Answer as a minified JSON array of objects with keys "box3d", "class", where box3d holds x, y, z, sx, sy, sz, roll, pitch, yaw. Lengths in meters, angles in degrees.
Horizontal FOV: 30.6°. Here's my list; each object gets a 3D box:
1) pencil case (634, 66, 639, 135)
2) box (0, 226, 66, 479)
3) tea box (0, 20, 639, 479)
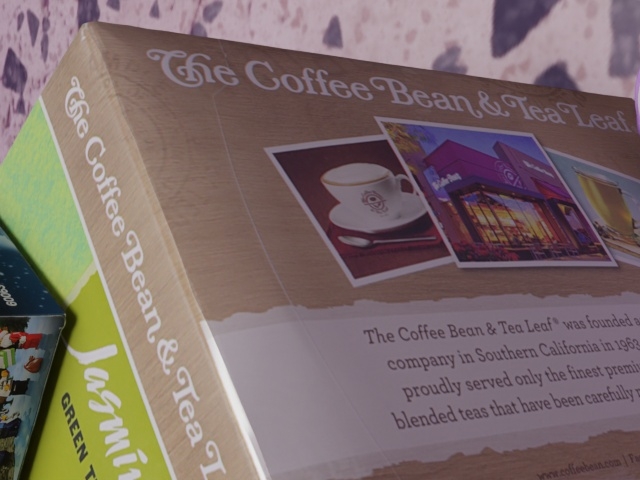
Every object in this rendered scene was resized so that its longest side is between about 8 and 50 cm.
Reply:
[{"box3d":[0.229,-0.043,0.475,0.206,0.086,0.088,32,80,43],"class":"pencil case"},{"box3d":[-0.190,0.038,0.492,0.233,0.044,0.159,41,119,44],"class":"box"},{"box3d":[-0.001,0.098,0.556,0.323,0.329,0.220,-51,53,38],"class":"tea box"}]
